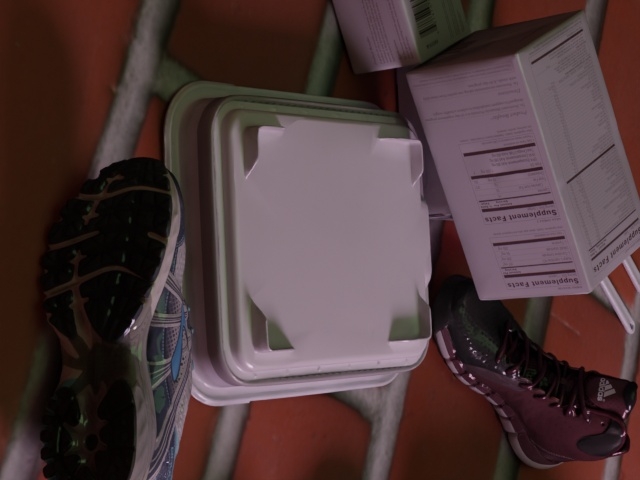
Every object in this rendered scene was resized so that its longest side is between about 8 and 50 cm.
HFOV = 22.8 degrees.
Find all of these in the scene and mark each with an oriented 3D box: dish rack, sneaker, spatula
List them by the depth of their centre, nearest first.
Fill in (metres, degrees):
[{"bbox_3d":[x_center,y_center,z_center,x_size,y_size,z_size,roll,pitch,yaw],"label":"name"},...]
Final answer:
[{"bbox_3d":[-0.153,0.076,1.266,0.122,0.110,0.283,29,66,-64],"label":"sneaker"},{"bbox_3d":[0.000,0.000,1.460,0.333,0.072,0.285,0,85,-51],"label":"dish rack"},{"bbox_3d":[0.243,0.133,1.659,0.281,0.162,0.106,51,50,-34],"label":"sneaker"},{"bbox_3d":[0.353,-0.018,1.918,0.242,0.019,0.168,54,48,-31],"label":"spatula"}]

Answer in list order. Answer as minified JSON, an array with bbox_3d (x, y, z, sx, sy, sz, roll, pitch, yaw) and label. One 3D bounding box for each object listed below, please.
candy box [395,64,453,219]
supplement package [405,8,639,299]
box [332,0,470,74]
[{"bbox_3d":[0.167,-0.104,1.667,0.196,0.070,0.165,1,85,-49],"label":"candy box"},{"bbox_3d":[0.205,-0.080,1.549,0.139,0.134,0.244,-34,111,-45],"label":"supplement package"},{"bbox_3d":[0.077,-0.229,1.559,0.102,0.087,0.101,-34,112,-47],"label":"box"}]
